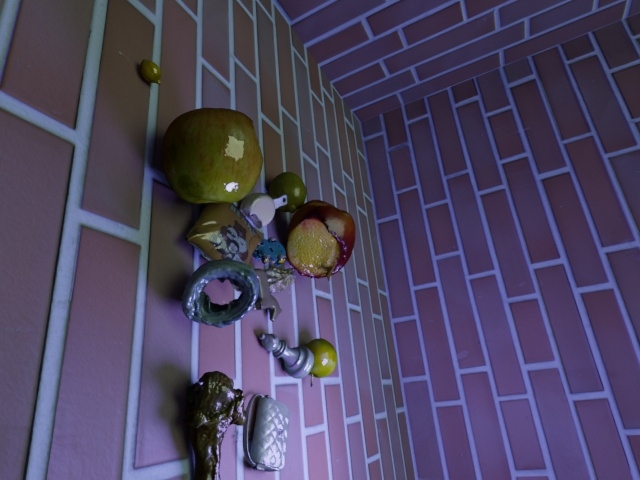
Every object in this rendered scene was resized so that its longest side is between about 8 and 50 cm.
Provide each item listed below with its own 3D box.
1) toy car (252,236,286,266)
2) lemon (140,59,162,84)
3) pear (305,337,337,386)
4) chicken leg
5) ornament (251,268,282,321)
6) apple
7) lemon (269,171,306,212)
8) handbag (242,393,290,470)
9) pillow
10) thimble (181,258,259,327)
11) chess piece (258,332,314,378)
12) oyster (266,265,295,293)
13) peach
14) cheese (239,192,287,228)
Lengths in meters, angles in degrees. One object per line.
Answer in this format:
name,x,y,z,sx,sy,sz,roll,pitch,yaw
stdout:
toy car,-0.239,0.065,1.771,0.161,0.098,0.126,-11,56,-39
lemon,-0.589,-0.584,1.394,0.092,0.065,0.065,56,28,-18
pear,-0.016,0.569,1.867,0.216,0.166,0.180,-60,147,-30
chicken leg,-0.316,0.578,1.218,0.211,0.140,0.361,-1,86,-45
ornament,-0.246,0.230,1.660,0.245,0.061,0.230,3,73,-61
apple,-0.362,-0.277,1.368,0.339,0.339,0.339,45,38,-49
lemon,-0.164,-0.245,1.986,0.184,0.184,0.248,43,31,-50
handbag,-0.202,0.696,1.461,0.219,0.079,0.256,47,34,-40
pillow,-0.349,-0.013,1.504,0.310,0.119,0.312,51,31,-31
thimble,-0.323,0.165,1.297,0.172,0.250,0.205,-137,-154,-76
chess piece,-0.157,0.458,1.668,0.272,0.139,0.139,45,36,-31
oyster,-0.179,0.176,1.833,0.209,0.072,0.133,21,54,-59
peach,0.006,-0.020,1.977,0.310,0.335,0.406,-60,161,-52
cheese,-0.246,-0.165,1.790,0.249,0.071,0.163,-49,135,-30
